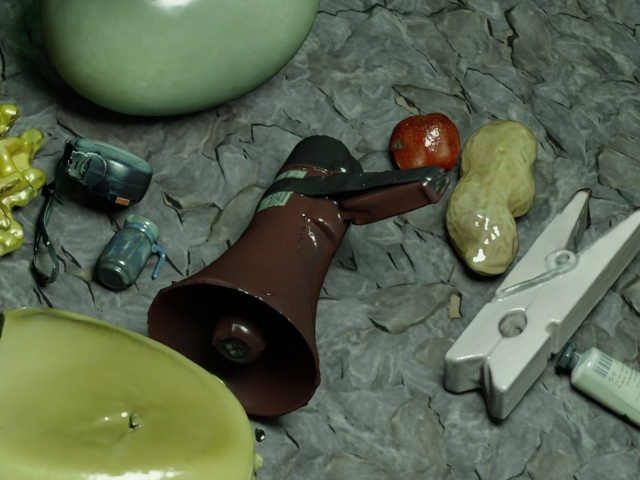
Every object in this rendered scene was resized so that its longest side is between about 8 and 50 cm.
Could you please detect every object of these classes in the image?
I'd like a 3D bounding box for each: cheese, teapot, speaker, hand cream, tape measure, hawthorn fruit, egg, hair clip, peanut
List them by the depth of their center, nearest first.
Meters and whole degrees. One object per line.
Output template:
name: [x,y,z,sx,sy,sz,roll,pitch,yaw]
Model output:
cheese: [-0.210,0.198,1.745,0.316,0.128,0.259,18,52,-7]
speaker: [-0.022,-0.005,1.861,0.198,0.259,0.329,33,53,-6]
teapot: [-0.208,0.017,1.915,0.063,0.049,0.083,28,53,3]
tape measure: [-0.262,-0.027,1.937,0.107,0.104,0.180,21,82,-22]
hand cream: [0.381,0.189,1.986,0.234,0.050,0.080,31,45,-1]
hair clip: [0.265,0.069,2.003,0.101,0.085,0.331,28,56,22]
egg: [-0.159,-0.280,2.005,0.352,0.258,0.258,-27,68,-24]
peanut: [0.207,-0.054,2.070,0.104,0.085,0.228,30,54,-12]
hawthorn fruit: [0.130,-0.111,2.090,0.093,0.093,0.093,8,55,-12]

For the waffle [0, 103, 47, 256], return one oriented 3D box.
waffle: [-0.463,-0.071,1.892,0.307,0.060,0.312,26,53,-1]
